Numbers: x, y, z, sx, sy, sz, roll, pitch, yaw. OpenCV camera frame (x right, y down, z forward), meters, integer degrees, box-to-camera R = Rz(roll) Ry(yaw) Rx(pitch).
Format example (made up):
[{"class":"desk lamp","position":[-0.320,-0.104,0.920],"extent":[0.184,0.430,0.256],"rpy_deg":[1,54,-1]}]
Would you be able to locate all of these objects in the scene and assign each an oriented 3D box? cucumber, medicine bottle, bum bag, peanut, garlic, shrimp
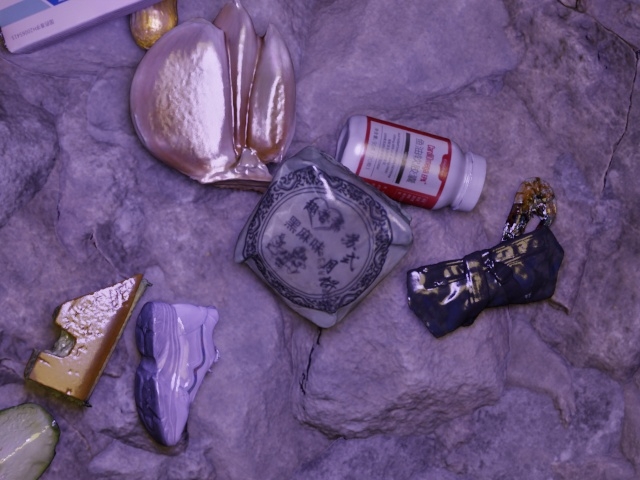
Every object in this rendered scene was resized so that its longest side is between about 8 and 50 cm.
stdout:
[{"class":"cucumber","position":[-0.557,0.382,1.522],"extent":[0.325,0.145,0.105],"rpy_deg":[-37,138,-12]},{"class":"medicine bottle","position":[0.153,-0.130,1.665],"extent":[0.250,0.131,0.131],"rpy_deg":[14,84,-8]},{"class":"bum bag","position":[0.299,0.075,1.702],"extent":[0.310,0.074,0.137],"rpy_deg":[-18,106,-9]},{"class":"peanut","position":[-0.282,-0.426,1.629],"extent":[0.087,0.087,0.207],"rpy_deg":[5,88,-10]},{"class":"garlic","position":[-0.182,-0.235,1.611],"extent":[0.279,0.132,0.325],"rpy_deg":[-6,90,-11]},{"class":"shrimp","position":[0.382,-0.037,1.750],"extent":[0.091,0.034,0.161],"rpy_deg":[30,81,-8]}]

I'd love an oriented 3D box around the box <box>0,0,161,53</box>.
[{"class":"box","position":[-0.382,-0.449,1.535],"extent":[0.343,0.065,0.200],"rpy_deg":[-16,97,18]}]

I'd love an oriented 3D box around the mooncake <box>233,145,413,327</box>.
[{"class":"mooncake","position":[-0.001,0.001,1.588],"extent":[0.254,0.136,0.250],"rpy_deg":[36,108,-7]}]

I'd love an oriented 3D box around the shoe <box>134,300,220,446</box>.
[{"class":"shoe","position":[-0.233,0.219,1.599],"extent":[0.137,0.095,0.245],"rpy_deg":[-4,96,-32]}]

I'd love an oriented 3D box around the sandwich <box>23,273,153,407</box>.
[{"class":"sandwich","position":[-0.381,0.147,1.560],"extent":[0.128,0.122,0.236],"rpy_deg":[27,80,-11]}]
